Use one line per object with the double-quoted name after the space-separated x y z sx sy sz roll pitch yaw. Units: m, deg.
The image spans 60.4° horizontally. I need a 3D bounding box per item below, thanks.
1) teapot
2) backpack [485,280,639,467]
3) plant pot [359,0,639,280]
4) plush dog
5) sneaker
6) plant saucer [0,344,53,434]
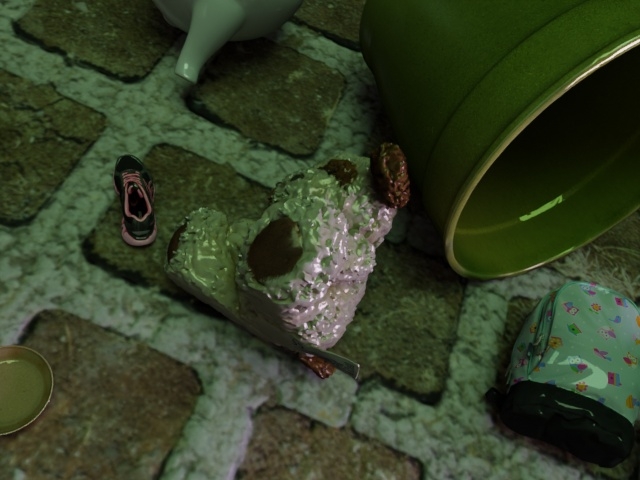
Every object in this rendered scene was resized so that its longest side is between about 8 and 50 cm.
-0.153 -0.370 0.752 0.252 0.187 0.256 53 33 -5 "teapot"
0.289 0.139 0.619 0.152 0.115 0.181 26 55 3 "backpack"
0.225 -0.201 0.683 0.367 0.366 0.352 -14 55 -22 "plant pot"
0.000 0.000 0.579 0.210 0.263 0.225 45 64 -27 "plush dog"
-0.210 -0.056 0.623 0.047 0.057 0.119 -11 64 -19 "sneaker"
-0.294 0.140 0.513 0.084 0.015 0.083 7 60 -11 "plant saucer"
